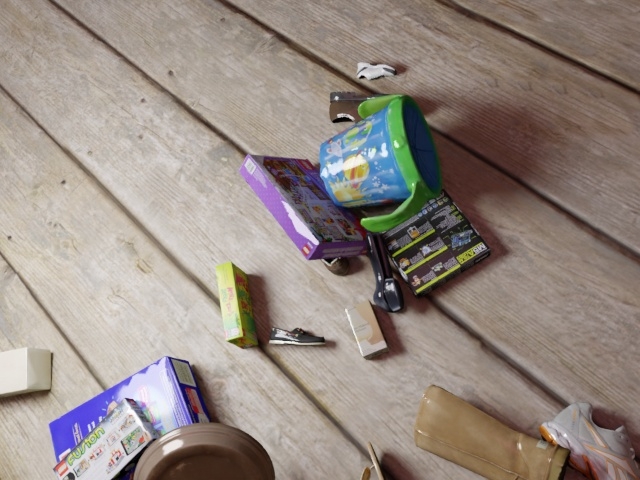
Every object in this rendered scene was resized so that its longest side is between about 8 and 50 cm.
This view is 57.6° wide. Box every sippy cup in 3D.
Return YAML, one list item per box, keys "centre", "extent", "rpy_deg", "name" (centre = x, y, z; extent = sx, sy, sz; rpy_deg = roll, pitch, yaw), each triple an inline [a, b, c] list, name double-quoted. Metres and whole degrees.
- centre: [0.126, -0.175, 1.297]
  extent: [0.224, 0.240, 0.305]
  rpy_deg: [-17, 19, 26]
  name: "sippy cup"

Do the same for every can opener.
- centre: [0.139, 0.069, 1.275]
  extent: [0.073, 0.059, 0.186]
  rpy_deg: [-24, 72, 34]
  name: "can opener"

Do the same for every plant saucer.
- centre: [-0.227, 0.486, 1.141]
  extent: [0.278, 0.041, 0.277]
  rpy_deg: [-2, 106, -7]
  name: "plant saucer"

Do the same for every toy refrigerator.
- centre: [-0.815, 0.343, 1.454]
  extent: [0.270, 0.094, 0.102]
  rpy_deg: [-13, 72, 12]
  name: "toy refrigerator"

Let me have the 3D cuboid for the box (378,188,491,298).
- centre: [0.246, 0.005, 1.292]
  extent: [0.191, 0.045, 0.184]
  rpy_deg: [-32, 65, 1]
  name: "box"

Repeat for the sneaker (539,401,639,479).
- centre: [0.524, 0.395, 1.020]
  extent: [0.121, 0.099, 0.262]
  rpy_deg: [-40, 64, -7]
  name: "sneaker"

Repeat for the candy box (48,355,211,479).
- centre: [-0.400, 0.446, 1.265]
  extent: [0.317, 0.122, 0.268]
  rpy_deg: [-29, 65, 3]
  name: "candy box"

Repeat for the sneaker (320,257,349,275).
- centre: [0.000, 0.000, 1.353]
  extent: [0.066, 0.071, 0.188]
  rpy_deg: [-42, 63, -3]
  name: "sneaker"

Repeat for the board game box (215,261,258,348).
- centre: [-0.193, 0.149, 1.339]
  extent: [0.043, 0.092, 0.181]
  rpy_deg: [-18, 65, 10]
  name: "board game box"

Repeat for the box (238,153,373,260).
- centre: [-0.030, -0.080, 1.326]
  extent: [0.293, 0.201, 0.057]
  rpy_deg: [52, 123, 27]
  name: "box"

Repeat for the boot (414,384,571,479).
- centre: [0.300, 0.425, 1.078]
  extent: [0.270, 0.089, 0.236]
  rpy_deg: [17, 97, 35]
  name: "boot"

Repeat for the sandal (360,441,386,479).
- centre: [0.107, 0.513, 1.101]
  extent: [0.079, 0.088, 0.240]
  rpy_deg: [-24, 68, 0]
  name: "sandal"

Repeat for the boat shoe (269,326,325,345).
- centre: [-0.052, 0.214, 1.293]
  extent: [0.133, 0.049, 0.042]
  rpy_deg: [1, 77, 22]
  name: "boat shoe"

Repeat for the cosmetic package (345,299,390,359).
- centre: [0.102, 0.193, 1.259]
  extent: [0.060, 0.041, 0.115]
  rpy_deg: [-25, 64, 6]
  name: "cosmetic package"

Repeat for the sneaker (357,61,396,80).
- centre: [0.145, -0.434, 1.510]
  extent: [0.109, 0.040, 0.043]
  rpy_deg: [12, 89, 25]
  name: "sneaker"

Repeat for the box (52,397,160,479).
- centre: [-0.438, 0.437, 1.192]
  extent: [0.207, 0.036, 0.114]
  rpy_deg: [-44, 64, -3]
  name: "box"

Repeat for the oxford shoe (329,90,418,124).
- centre: [0.131, -0.314, 1.448]
  extent: [0.227, 0.083, 0.096]
  rpy_deg: [5, 88, 21]
  name: "oxford shoe"
